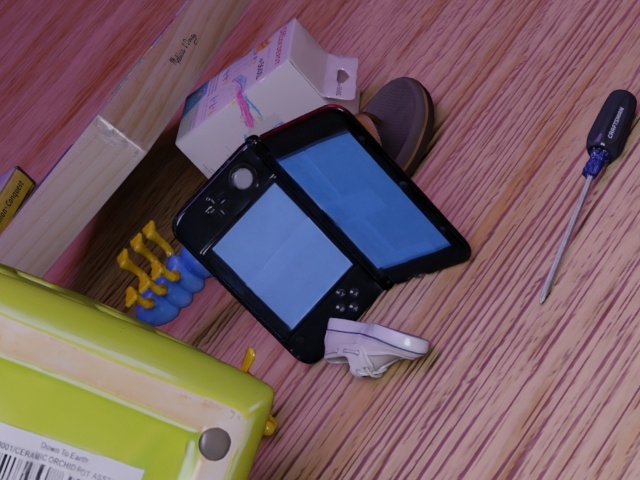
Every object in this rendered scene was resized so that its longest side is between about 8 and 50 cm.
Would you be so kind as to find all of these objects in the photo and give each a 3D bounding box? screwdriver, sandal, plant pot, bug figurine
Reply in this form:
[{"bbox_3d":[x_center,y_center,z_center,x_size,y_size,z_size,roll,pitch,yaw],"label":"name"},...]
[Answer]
[{"bbox_3d":[0.159,-0.030,1.015,0.024,0.025,0.170,-16,34,48],"label":"screwdriver"},{"bbox_3d":[0.016,-0.050,1.239,0.090,0.060,0.219,-10,40,53],"label":"sandal"},{"bbox_3d":[-0.162,0.131,0.896,0.227,0.228,0.207,-69,17,-10],"label":"plant pot"},{"bbox_3d":[-0.125,0.106,1.184,0.216,0.072,0.279,-44,26,14],"label":"bug figurine"}]

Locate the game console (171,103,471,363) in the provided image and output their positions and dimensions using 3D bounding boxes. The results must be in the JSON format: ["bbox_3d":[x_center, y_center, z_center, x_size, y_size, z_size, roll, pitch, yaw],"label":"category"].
[{"bbox_3d":[0.000,0.000,1.066,0.124,0.144,0.085,-47,22,-10],"label":"game console"}]

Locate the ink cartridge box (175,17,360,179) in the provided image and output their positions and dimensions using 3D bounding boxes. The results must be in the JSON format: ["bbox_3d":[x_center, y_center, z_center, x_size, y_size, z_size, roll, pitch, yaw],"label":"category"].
[{"bbox_3d":[-0.036,-0.110,1.391,0.143,0.090,0.092,-35,24,21],"label":"ink cartridge box"}]

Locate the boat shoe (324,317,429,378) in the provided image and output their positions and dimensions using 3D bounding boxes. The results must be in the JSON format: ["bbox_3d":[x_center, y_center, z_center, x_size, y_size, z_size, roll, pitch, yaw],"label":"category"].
[{"bbox_3d":[0.032,0.071,1.043,0.100,0.035,0.035,5,79,56],"label":"boat shoe"}]

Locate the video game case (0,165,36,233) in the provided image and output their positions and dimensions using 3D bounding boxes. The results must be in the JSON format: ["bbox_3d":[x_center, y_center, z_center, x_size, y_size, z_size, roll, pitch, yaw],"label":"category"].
[{"bbox_3d":[-0.465,0.051,1.892,0.275,0.035,0.248,-26,28,35],"label":"video game case"}]

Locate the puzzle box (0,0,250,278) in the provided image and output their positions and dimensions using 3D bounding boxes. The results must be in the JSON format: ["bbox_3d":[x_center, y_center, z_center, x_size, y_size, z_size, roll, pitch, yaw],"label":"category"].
[{"bbox_3d":[-0.196,-0.086,1.515,0.272,0.052,0.409,-47,10,27],"label":"puzzle box"}]
